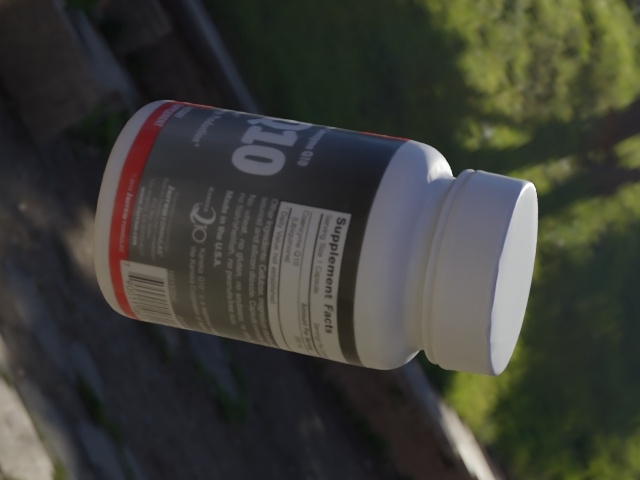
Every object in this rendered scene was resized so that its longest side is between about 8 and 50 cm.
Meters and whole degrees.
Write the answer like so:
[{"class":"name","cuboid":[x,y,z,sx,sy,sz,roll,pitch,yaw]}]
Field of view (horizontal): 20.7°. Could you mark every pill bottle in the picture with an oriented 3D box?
[{"class":"pill bottle","cuboid":[0.000,0.000,1.225,0.161,0.283,0.161,10,90,-73]}]
